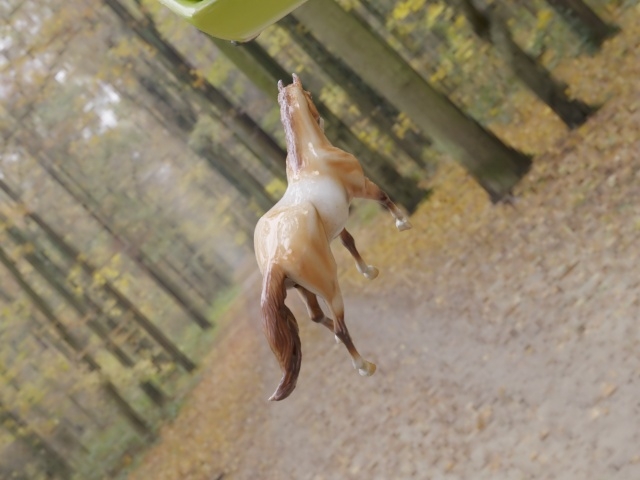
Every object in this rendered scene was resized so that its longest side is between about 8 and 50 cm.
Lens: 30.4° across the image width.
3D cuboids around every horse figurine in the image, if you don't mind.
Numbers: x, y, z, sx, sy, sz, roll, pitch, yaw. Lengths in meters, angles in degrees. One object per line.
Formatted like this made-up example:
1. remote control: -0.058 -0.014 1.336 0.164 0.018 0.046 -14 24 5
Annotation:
1. horse figurine: 0.000 0.000 0.966 0.066 0.174 0.263 -14 38 33

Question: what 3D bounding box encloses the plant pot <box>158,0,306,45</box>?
1. plant pot: -0.047 -0.238 0.583 0.228 0.207 0.227 -36 31 -6
